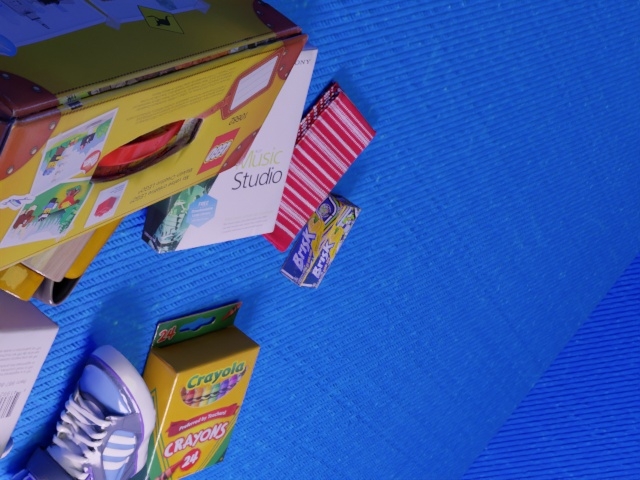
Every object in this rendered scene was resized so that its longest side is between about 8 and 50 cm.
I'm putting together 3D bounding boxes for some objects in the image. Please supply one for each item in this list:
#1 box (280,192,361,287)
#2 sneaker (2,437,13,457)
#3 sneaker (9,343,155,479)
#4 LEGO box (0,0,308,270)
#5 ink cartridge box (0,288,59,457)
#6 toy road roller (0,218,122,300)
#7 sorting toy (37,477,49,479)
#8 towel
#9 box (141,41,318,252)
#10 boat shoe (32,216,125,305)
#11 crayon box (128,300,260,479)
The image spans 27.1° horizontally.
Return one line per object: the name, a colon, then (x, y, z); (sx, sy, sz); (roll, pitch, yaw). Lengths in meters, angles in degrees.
box: (0.000, 0.000, 2.356); (0.059, 0.054, 0.169); (10, 112, -57)
sneaker: (-0.501, 0.278, 1.948); (0.152, 0.058, 0.085); (9, 122, -49)
sneaker: (-0.387, 0.333, 2.087); (0.236, 0.130, 0.323); (-37, 151, -33)
LEGO box: (-0.303, -0.195, 1.307); (0.500, 0.372, 0.193); (-30, 154, -58)
ink cartridge box: (-0.557, 0.241, 1.724); (0.285, 0.166, 0.395); (1, 120, -57)
toy road roller: (-0.322, -0.045, 1.609); (0.240, 0.329, 0.202); (36, 88, -40)
sorting toy: (-0.475, 0.406, 1.814); (0.347, 0.047, 0.196); (-9, 133, -56)
towel: (-0.021, -0.117, 2.235); (0.275, 0.031, 0.199); (-52, 150, -4)
box: (-0.136, -0.145, 1.994); (0.232, 0.058, 0.322); (-12, 126, -43)
boat shoe: (-0.300, -0.051, 1.854); (0.335, 0.095, 0.112); (-51, 149, -4)
crayon box: (-0.224, 0.270, 2.297); (0.202, 0.081, 0.319); (-15, 132, -46)
